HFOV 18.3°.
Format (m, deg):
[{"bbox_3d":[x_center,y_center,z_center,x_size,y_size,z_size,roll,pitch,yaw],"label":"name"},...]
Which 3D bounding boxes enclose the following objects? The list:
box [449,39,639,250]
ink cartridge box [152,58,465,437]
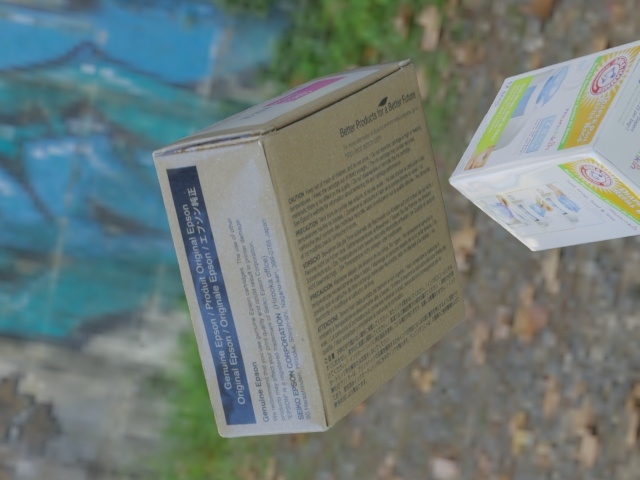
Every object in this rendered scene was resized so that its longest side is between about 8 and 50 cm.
[{"bbox_3d":[0.215,-0.073,1.577,0.114,0.103,0.203,-60,21,-20],"label":"box"},{"bbox_3d":[0.000,0.000,1.309,0.234,0.088,0.193,-31,-70,-59],"label":"ink cartridge box"}]
